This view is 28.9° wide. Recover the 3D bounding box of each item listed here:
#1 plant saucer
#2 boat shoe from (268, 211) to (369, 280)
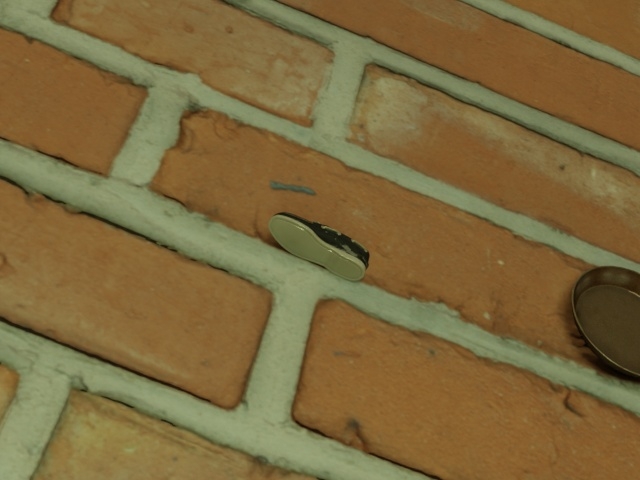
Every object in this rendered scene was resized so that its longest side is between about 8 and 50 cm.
[{"bbox_3d":[0.376,0.104,1.513,0.168,0.029,0.168,13,47,-15],"label":"plant saucer"},{"bbox_3d":[0.000,0.000,1.420,0.125,0.046,0.038,27,45,-4],"label":"boat shoe"}]
